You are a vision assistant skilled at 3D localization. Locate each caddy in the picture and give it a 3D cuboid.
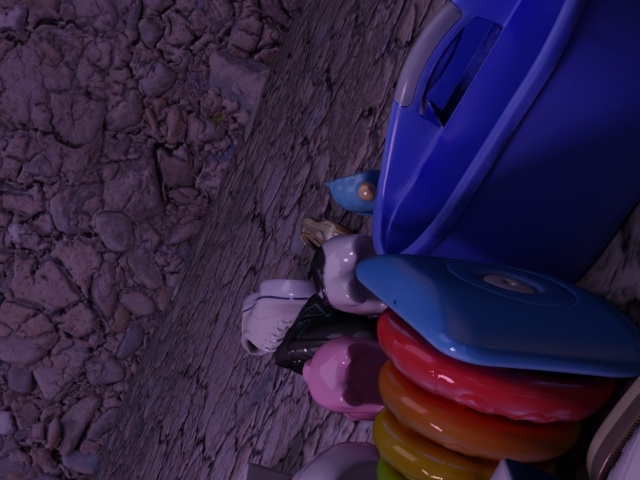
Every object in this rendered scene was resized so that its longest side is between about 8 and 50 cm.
[{"bbox_3d":[0.152,-0.118,0.870,0.341,0.179,0.241,-60,17,28],"label":"caddy"}]

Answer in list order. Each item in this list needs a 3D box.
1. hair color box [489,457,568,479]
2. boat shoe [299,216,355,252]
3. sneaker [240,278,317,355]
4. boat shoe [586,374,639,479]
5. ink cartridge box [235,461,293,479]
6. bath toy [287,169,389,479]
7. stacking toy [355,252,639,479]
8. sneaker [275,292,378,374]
[{"bbox_3d":[0.080,0.318,0.622,0.174,0.105,0.347,-94,29,-66],"label":"hair color box"},{"bbox_3d":[0.002,0.001,1.523,0.048,0.056,0.153,-65,21,-7],"label":"boat shoe"},{"bbox_3d":[-0.050,0.109,1.519,0.258,0.094,0.091,139,132,-70],"label":"sneaker"},{"bbox_3d":[0.225,0.053,0.500,0.103,0.113,0.302,-93,17,-57],"label":"boat shoe"},{"bbox_3d":[-0.094,0.355,1.318,0.109,0.063,0.150,-85,22,-51],"label":"ink cartridge box"},{"bbox_3d":[0.039,0.111,1.037,0.129,0.151,0.348,-11,67,60],"label":"bath toy"},{"bbox_3d":[0.095,0.169,0.763,0.175,0.166,0.301,-141,61,-64],"label":"stacking toy"},{"bbox_3d":[0.013,0.099,1.235,0.106,0.101,0.267,-69,14,-13],"label":"sneaker"}]
